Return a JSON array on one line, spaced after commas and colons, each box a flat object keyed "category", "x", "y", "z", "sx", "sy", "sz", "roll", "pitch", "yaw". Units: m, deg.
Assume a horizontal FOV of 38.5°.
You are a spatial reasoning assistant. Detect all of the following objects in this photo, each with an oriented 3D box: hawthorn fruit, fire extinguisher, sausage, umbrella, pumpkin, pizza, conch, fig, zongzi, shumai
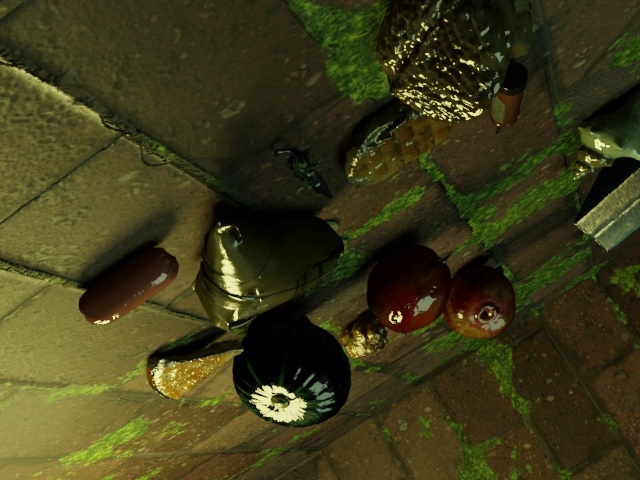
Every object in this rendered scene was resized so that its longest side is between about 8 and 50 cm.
[{"category": "hawthorn fruit", "x": 0.197, "y": 0.081, "z": 1.880, "sx": 0.181, "sy": 0.181, "sz": 0.235, "roll": -11, "pitch": 148, "yaw": -43}, {"category": "fire extinguisher", "x": 0.299, "y": -0.224, "z": 1.467, "sx": 0.177, "sy": 0.050, "sz": 0.062, "roll": 75, "pitch": 37, "yaw": -71}, {"category": "sausage", "x": -0.273, "y": 0.065, "z": 1.312, "sx": 0.154, "sy": 0.062, "sz": 0.062, "roll": -33, "pitch": 160, "yaw": 8}, {"category": "umbrella", "x": -0.008, "y": -0.093, "z": 1.351, "sx": 0.044, "sy": 0.044, "sz": 0.269, "roll": -7, "pitch": 167, "yaw": 16}, {"category": "pumpkin", "x": -0.050, "y": 0.253, "z": 1.895, "sx": 0.248, "sy": 0.248, "sz": 0.248, "roll": -27, "pitch": 160, "yaw": -11}, {"category": "pizza", "x": -0.243, "y": 0.236, "z": 1.782, "sx": 0.195, "sy": 0.052, "sz": 0.185, "roll": -23, "pitch": 152, "yaw": -9}, {"category": "conch", "x": 0.599, "y": -0.201, "z": 1.821, "sx": 0.234, "sy": 0.114, "sz": 0.137, "roll": -27, "pitch": 133, "yaw": 13}, {"category": "fig", "x": 0.404, "y": 0.150, "z": 2.339, "sx": 0.205, "sy": 0.205, "sz": 0.205, "roll": -27, "pitch": 160, "yaw": -11}, {"category": "zongzi", "x": -0.062, "y": -0.003, "z": 1.379, "sx": 0.260, "sy": 0.123, "sz": 0.289, "roll": -26, "pitch": 156, "yaw": -26}, {"category": "shumai", "x": 0.176, "y": -0.254, "z": 1.103, "sx": 0.175, "sy": 0.166, "sz": 0.206, "roll": -44, "pitch": 174, "yaw": -40}]

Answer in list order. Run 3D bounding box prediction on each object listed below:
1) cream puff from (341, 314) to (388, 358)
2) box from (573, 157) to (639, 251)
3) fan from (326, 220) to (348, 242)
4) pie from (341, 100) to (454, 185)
[{"category": "cream puff", "x": 0.107, "y": 0.231, "z": 2.225, "sx": 0.116, "sy": 0.094, "sz": 0.122, "roll": -24, "pitch": -177, "yaw": -8}, {"category": "box", "x": 0.699, "y": -0.148, "z": 1.961, "sx": 0.279, "sy": 0.116, "sz": 0.261, "roll": -49, "pitch": 179, "yaw": -43}, {"category": "fan", "x": 0.000, "y": 0.000, "z": 1.632, "sx": 0.113, "sy": 0.005, "sz": 0.175, "roll": -42, "pitch": 158, "yaw": 28}, {"category": "pie", "x": 0.117, "y": -0.153, "z": 1.375, "sx": 0.195, "sy": 0.046, "sz": 0.195, "roll": -28, "pitch": 162, "yaw": -10}]
